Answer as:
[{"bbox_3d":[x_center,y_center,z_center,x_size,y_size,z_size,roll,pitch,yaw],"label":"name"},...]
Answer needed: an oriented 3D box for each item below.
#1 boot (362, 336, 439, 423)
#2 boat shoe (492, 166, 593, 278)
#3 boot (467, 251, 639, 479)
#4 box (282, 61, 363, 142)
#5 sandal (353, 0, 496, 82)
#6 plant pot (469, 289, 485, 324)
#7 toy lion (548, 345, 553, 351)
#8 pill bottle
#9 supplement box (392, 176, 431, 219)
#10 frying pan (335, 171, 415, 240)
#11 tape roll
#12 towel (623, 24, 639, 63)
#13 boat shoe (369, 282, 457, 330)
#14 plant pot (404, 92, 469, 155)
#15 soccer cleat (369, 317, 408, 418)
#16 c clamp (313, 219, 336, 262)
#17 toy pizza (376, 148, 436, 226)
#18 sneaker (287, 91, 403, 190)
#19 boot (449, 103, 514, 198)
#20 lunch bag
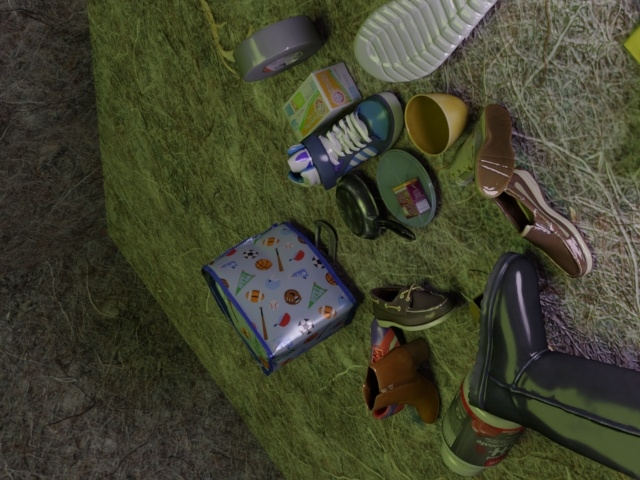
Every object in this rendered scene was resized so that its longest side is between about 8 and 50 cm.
[{"bbox_3d":[0.214,0.421,2.080,0.104,0.211,0.295,23,131,50],"label":"boot"},{"bbox_3d":[0.429,-0.022,1.514,0.257,0.095,0.095,54,149,17],"label":"boat shoe"},{"bbox_3d":[0.529,0.246,1.496,0.445,0.146,0.367,18,108,45],"label":"boot"},{"bbox_3d":[0.002,-0.349,1.939,0.114,0.103,0.203,62,151,5],"label":"box"},{"bbox_3d":[0.233,-0.449,1.513,0.169,0.102,0.416,52,139,-9],"label":"sandal"},{"bbox_3d":[0.390,0.163,1.740,0.081,0.081,0.083,52,158,21],"label":"plant pot"},{"bbox_3d":[0.472,0.230,1.709,0.096,0.034,0.100,61,151,20],"label":"toy lion"},{"bbox_3d":[0.394,0.443,1.845,0.176,0.176,0.319,47,146,28],"label":"pill bottle"},{"bbox_3d":[0.215,-0.099,1.786,0.055,0.043,0.083,-21,94,60],"label":"supplement box"},{"bbox_3d":[0.130,-0.045,1.996,0.326,0.053,0.197,53,157,34],"label":"frying pan"},{"bbox_3d":[-0.108,-0.478,1.899,0.219,0.219,0.072,-25,90,61],"label":"tape roll"},{"bbox_3d":[0.561,-0.343,1.140,0.102,0.021,0.237,60,151,18],"label":"towel"},{"bbox_3d":[0.229,0.164,1.963,0.097,0.116,0.324,65,156,-7],"label":"boat shoe"},{"bbox_3d":[0.259,-0.258,1.607,0.134,0.095,0.134,39,142,38],"label":"plant pot"},{"bbox_3d":[0.183,0.370,2.186,0.108,0.116,0.319,21,129,51],"label":"soccer cleat"},{"bbox_3d":[0.000,0.000,2.292,0.137,0.022,0.161,45,146,31],"label":"c clamp"},{"bbox_3d":[0.213,-0.128,1.844,0.201,0.032,0.201,37,142,37],"label":"toy pizza"},{"bbox_3d":[0.040,-0.226,1.838,0.130,0.236,0.323,61,151,6],"label":"sneaker"},{"bbox_3d":[0.319,-0.147,1.531,0.165,0.077,0.213,123,160,-58],"label":"boot"},{"bbox_3d":[-0.133,0.158,2.307,0.385,0.327,0.239,52,157,18],"label":"lunch bag"}]
